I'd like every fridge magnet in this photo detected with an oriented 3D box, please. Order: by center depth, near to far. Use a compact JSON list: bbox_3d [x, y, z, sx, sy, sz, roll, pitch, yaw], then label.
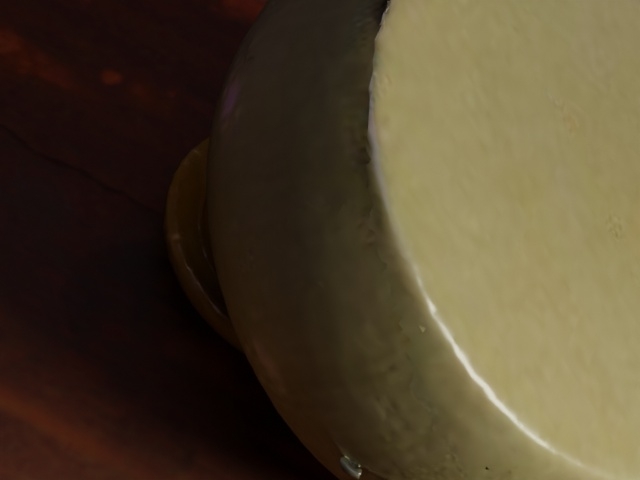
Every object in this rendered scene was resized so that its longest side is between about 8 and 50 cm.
[{"bbox_3d":[0.000,0.000,0.834,0.143,0.063,0.143,14,48,-16],"label":"fridge magnet"}]

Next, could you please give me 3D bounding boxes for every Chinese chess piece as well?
[{"bbox_3d":[0.076,-0.008,0.773,0.273,0.102,0.273,18,62,-38],"label":"Chinese chess piece"}]
